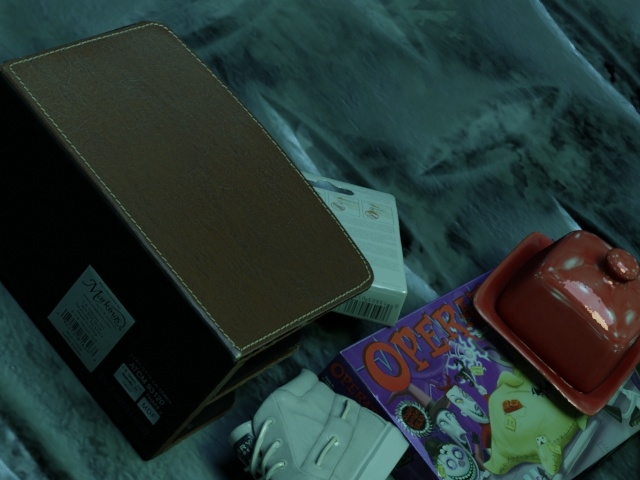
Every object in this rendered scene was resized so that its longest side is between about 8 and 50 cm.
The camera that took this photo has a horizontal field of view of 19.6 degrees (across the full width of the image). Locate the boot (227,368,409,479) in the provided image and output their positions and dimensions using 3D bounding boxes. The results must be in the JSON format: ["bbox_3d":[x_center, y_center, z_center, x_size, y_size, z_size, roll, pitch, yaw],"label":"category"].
[{"bbox_3d":[-0.030,0.200,1.470,0.123,0.095,0.258,36,32,4],"label":"boot"}]

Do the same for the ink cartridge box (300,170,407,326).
[{"bbox_3d":[0.000,0.000,1.687,0.145,0.045,0.179,14,27,-10],"label":"ink cartridge box"}]

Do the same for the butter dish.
[{"bbox_3d":[0.248,0.051,1.710,0.160,0.118,0.160,45,41,4],"label":"butter dish"}]

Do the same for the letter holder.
[{"bbox_3d":[-0.133,-0.012,1.523,0.302,0.152,0.214,50,40,10],"label":"letter holder"}]

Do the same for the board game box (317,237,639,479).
[{"bbox_3d":[0.175,0.135,1.705,0.208,0.056,0.347,48,41,15],"label":"board game box"}]
